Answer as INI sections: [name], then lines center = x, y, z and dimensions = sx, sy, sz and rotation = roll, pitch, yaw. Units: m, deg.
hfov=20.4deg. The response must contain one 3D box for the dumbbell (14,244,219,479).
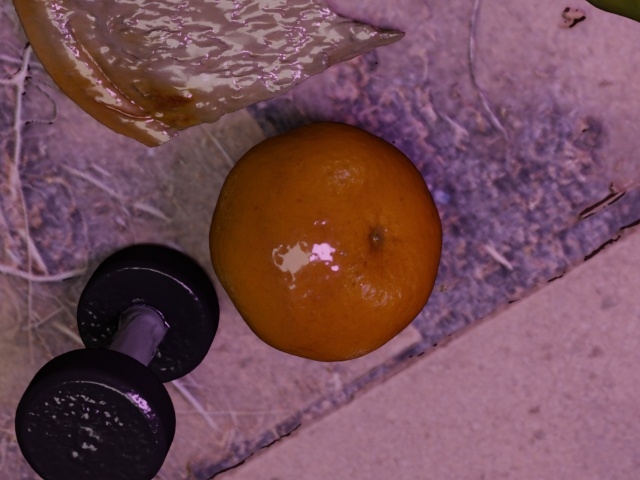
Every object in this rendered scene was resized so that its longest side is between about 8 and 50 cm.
[dumbbell]
center = -0.132, 0.085, 1.188
dimensions = 0.100, 0.191, 0.100
rotation = 3, 114, 7

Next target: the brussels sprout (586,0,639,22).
[brussels sprout]
center = 0.249, -0.231, 0.968
dimensions = 0.271, 0.219, 0.210
rotation = -6, 118, 28

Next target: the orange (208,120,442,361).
[orange]
center = 0.000, 0.000, 1.159
dimensions = 0.136, 0.159, 0.159
rotation = -2, 122, 55

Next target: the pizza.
[pizza]
center = -0.075, -0.147, 1.162
dimensions = 0.262, 0.034, 0.181
rotation = 2, 114, 7
